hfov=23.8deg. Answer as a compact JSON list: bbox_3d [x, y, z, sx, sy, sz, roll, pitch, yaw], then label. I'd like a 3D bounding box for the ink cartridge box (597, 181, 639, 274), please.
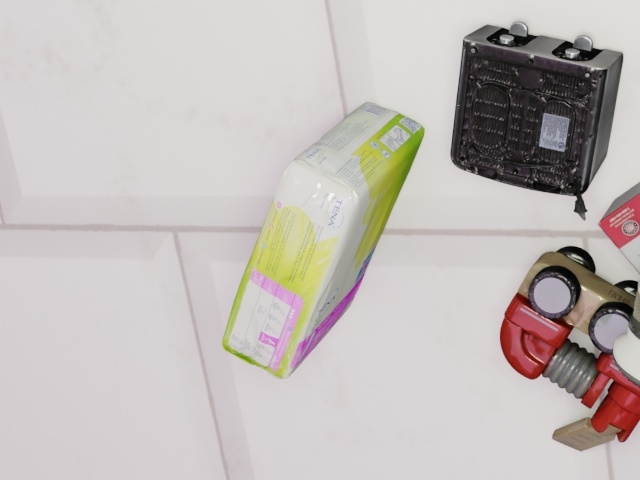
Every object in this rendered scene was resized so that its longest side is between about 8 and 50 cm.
[{"bbox_3d":[0.420,0.002,1.704,0.175,0.072,0.127,50,125,-3],"label":"ink cartridge box"}]

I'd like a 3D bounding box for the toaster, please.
[{"bbox_3d":[0.242,-0.142,1.702,0.168,0.110,0.186,15,119,21],"label":"toaster"}]

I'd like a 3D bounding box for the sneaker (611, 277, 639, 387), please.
[{"bbox_3d":[0.522,0.093,1.500,0.447,0.169,0.258,24,113,27],"label":"sneaker"}]

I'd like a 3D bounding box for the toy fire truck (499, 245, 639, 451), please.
[{"bbox_3d":[0.308,0.156,1.809,0.217,0.158,0.246,31,113,10],"label":"toy fire truck"}]

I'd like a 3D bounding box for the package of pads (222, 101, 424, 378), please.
[{"bbox_3d":[0.000,0.000,1.822,0.101,0.229,0.297,29,123,12],"label":"package of pads"}]
